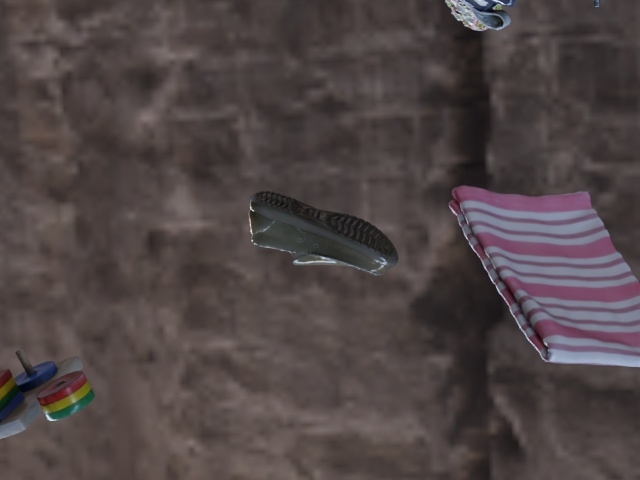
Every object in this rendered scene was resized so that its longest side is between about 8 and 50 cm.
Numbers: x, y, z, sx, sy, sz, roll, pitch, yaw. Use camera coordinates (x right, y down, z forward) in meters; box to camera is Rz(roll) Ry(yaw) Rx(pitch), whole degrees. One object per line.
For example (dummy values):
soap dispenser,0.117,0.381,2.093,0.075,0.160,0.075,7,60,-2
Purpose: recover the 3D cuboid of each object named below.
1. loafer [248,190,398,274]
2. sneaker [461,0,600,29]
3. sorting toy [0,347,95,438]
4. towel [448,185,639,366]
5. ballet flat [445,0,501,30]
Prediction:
loafer,0.000,0.000,1.808,0.148,0.050,0.056,23,-154,6
sneaker,0.157,-0.232,1.267,0.235,0.153,0.094,-41,176,20
sorting toy,-0.308,0.143,1.763,0.274,0.046,0.132,-20,-166,25
towel,0.203,0.028,1.617,0.144,0.029,0.197,2,-137,-32
ballet flat,0.136,-0.323,1.962,0.091,0.241,0.077,13,-155,39
